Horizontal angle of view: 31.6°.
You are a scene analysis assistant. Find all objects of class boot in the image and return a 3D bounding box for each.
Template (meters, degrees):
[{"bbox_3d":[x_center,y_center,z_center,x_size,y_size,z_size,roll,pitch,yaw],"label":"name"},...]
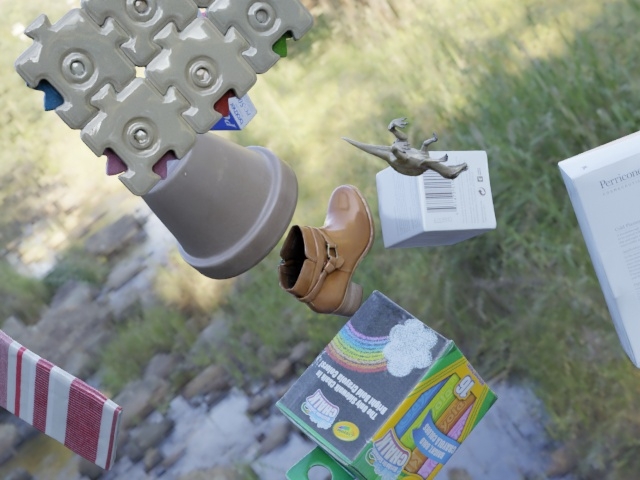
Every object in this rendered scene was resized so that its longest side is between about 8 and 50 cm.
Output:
[{"bbox_3d":[0.000,0.000,2.196,0.109,0.220,0.284,-2,73,35],"label":"boot"}]

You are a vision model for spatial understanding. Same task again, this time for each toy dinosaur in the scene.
[{"bbox_3d":[0.108,-0.117,1.523,0.093,0.183,0.053,89,-161,-60],"label":"toy dinosaur"}]

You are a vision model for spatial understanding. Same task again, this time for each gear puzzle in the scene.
[{"bbox_3d":[-0.110,-0.212,1.022,0.339,0.175,0.044,-47,17,-15],"label":"gear puzzle"}]

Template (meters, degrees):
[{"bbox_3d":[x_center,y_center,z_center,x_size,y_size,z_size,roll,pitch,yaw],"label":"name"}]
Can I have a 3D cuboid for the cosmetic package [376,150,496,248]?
[{"bbox_3d":[0.213,-0.074,2.121,0.151,0.151,0.183,-3,-8,-21],"label":"cosmetic package"}]

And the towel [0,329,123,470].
[{"bbox_3d":[-0.553,0.327,2.337,0.037,0.329,0.237,-51,-14,-42],"label":"towel"}]

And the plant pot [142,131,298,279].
[{"bbox_3d":[-0.210,-0.093,2.040,0.263,0.229,0.263,-26,45,30],"label":"plant pot"}]

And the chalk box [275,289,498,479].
[{"bbox_3d":[0.076,0.256,1.616,0.289,0.179,0.180,-49,44,-8],"label":"chalk box"}]

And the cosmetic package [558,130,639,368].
[{"bbox_3d":[0.538,-0.034,1.477,0.377,0.285,0.097,-21,18,5],"label":"cosmetic package"}]

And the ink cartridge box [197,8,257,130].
[{"bbox_3d":[-0.176,-0.244,1.548,0.097,0.207,0.046,4,45,43],"label":"ink cartridge box"}]

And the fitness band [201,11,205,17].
[{"bbox_3d":[-0.172,-0.388,2.073,0.290,0.054,0.209,-1,8,33],"label":"fitness band"}]
